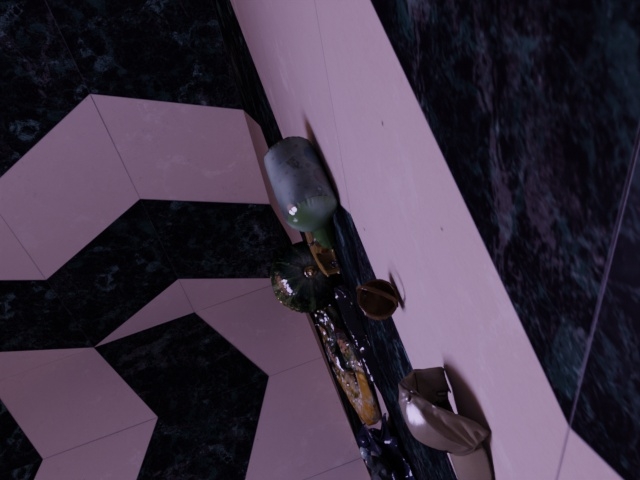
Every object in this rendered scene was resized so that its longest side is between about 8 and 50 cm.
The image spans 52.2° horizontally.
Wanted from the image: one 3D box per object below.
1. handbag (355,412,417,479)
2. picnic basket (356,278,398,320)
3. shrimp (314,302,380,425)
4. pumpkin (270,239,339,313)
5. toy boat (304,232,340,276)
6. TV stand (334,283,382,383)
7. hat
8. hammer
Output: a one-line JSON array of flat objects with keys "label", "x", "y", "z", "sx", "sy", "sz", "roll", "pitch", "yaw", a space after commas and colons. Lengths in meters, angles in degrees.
[{"label": "handbag", "x": 0.184, "y": 0.621, "z": 1.661, "sx": 0.269, "sy": 0.118, "sz": 0.326, "roll": 85, "pitch": 163, "yaw": -63}, {"label": "picnic basket", "x": 0.092, "y": 0.090, "z": 1.046, "sx": 0.083, "sy": 0.072, "sz": 0.072, "roll": 62, "pitch": -174, "yaw": -68}, {"label": "shrimp", "x": 0.070, "y": 0.335, "z": 1.947, "sx": 0.272, "sy": 0.085, "sz": 0.445, "roll": 99, "pitch": 149, "yaw": -66}, {"label": "pumpkin", "x": -0.042, "y": 0.097, "z": 1.720, "sx": 0.146, "sy": 0.190, "sz": 0.190, "roll": 97, "pitch": 154, "yaw": -62}, {"label": "toy boat", "x": 0.000, "y": 0.000, "z": 1.648, "sx": 0.077, "sy": 0.057, "sz": 0.201, "roll": 98, "pitch": 154, "yaw": -64}, {"label": "TV stand", "x": 0.092, "y": 0.230, "z": 1.619, "sx": 0.042, "sy": 0.036, "sz": 0.249, "roll": 96, "pitch": 154, "yaw": -73}, {"label": "hat", "x": 0.165, "y": 0.268, "z": 0.870, "sx": 0.147, "sy": 0.084, "sz": 0.175, "roll": -128, "pitch": 21, "yaw": -69}, {"label": "hammer", "x": -0.022, "y": -0.069, "z": 1.459, "sx": 0.336, "sy": 0.118, "sz": 0.207, "roll": 69, "pitch": 180, "yaw": -60}]
